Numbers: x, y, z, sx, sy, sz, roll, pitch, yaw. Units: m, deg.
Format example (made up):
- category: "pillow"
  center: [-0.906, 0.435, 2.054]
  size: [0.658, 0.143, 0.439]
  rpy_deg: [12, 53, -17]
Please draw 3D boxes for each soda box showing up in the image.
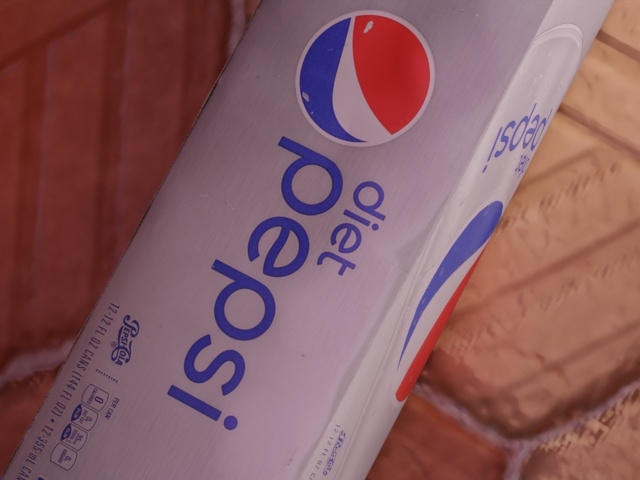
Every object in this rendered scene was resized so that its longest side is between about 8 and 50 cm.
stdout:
- category: "soda box"
  center: [0.000, 0.000, 0.650]
  size: [0.098, 0.091, 0.286]
  rpy_deg: [26, 85, 17]
